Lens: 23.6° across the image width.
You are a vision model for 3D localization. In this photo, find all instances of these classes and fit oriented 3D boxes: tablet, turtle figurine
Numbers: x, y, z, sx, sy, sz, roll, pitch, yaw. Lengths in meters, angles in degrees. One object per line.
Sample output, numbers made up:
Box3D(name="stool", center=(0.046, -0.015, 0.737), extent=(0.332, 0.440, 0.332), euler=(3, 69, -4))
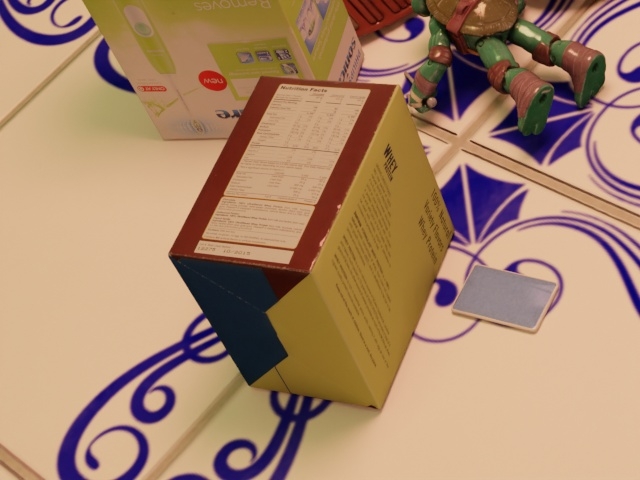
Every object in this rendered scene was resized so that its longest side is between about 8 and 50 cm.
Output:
Box3D(name="tablet", center=(0.161, 0.050, 1.337), extent=(0.083, 0.006, 0.054), euler=(14, 58, 30))
Box3D(name="turtle figurine", center=(0.152, -0.195, 1.480), extent=(0.175, 0.118, 0.234), euler=(-42, 54, -14))

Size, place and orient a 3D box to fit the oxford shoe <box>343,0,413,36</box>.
Box3D(name="oxford shoe", center=(0.105, -0.347, 1.648), extent=(0.348, 0.123, 0.130), euler=(-46, 20, -13))

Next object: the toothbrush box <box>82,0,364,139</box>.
Box3D(name="toothbrush box", center=(-0.103, -0.235, 1.498), extent=(0.206, 0.283, 0.122), euler=(1, 53, 23))

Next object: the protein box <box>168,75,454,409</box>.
Box3D(name="protein box", center=(0.000, 0.000, 1.312), extent=(0.136, 0.200, 0.201), euler=(7, 55, 27))
